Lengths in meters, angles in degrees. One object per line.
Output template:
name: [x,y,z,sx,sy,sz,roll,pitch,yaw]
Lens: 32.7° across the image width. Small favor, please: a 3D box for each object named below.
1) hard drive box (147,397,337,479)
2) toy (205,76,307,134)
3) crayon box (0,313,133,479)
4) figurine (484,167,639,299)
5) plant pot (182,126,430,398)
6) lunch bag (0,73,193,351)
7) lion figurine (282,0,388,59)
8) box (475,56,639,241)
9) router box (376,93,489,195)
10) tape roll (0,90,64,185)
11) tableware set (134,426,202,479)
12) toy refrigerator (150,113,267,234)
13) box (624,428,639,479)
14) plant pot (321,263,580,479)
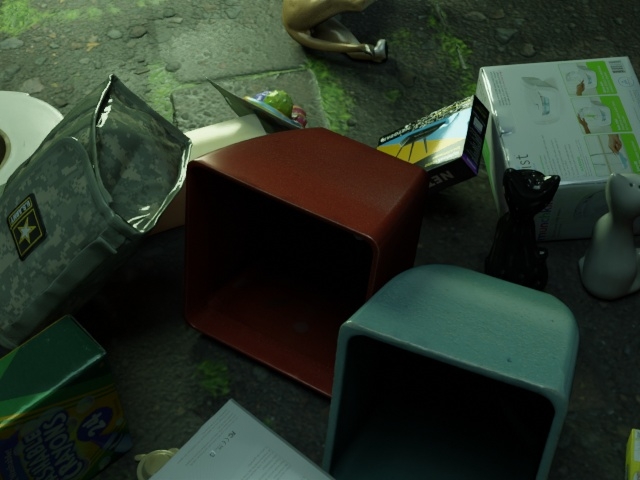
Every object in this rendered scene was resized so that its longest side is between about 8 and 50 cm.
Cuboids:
hard drive box: [-0.072,0.320,1.209,0.232,0.089,0.181,35,58,19]
toy: [-0.049,-0.183,1.636,0.237,0.137,0.056,34,83,26]
crayon box: [-0.374,0.252,1.222,0.323,0.203,0.083,-35,57,-25]
figurine: [0.332,-0.018,1.432,0.214,0.209,0.092,1,49,2]
plant pot: [0.000,0.000,1.411,0.267,0.267,0.236,24,41,21]
lunch bag: [-0.295,-0.028,1.308,0.235,0.169,0.287,-41,24,22]
lion figurine: [0.000,-0.452,1.878,0.240,0.142,0.392,-1,52,11]
box: [0.361,-0.137,1.592,0.231,0.127,0.262,-5,49,-2]
router box: [0.153,-0.123,1.575,0.179,0.046,0.133,-23,37,37]
tape roll: [-0.540,-0.088,1.575,0.392,0.072,0.392,-4,40,4]
tableware set: [-0.147,0.296,1.298,0.141,0.020,0.169,-9,50,-7]
toy refrigerator: [-0.205,-0.090,1.586,0.269,0.102,0.094,-17,50,-12]
box: [0.403,0.310,1.253,0.105,0.043,0.179,10,47,10]
plant pot: [0.170,0.165,1.268,0.247,0.247,0.252,18,34,17]
